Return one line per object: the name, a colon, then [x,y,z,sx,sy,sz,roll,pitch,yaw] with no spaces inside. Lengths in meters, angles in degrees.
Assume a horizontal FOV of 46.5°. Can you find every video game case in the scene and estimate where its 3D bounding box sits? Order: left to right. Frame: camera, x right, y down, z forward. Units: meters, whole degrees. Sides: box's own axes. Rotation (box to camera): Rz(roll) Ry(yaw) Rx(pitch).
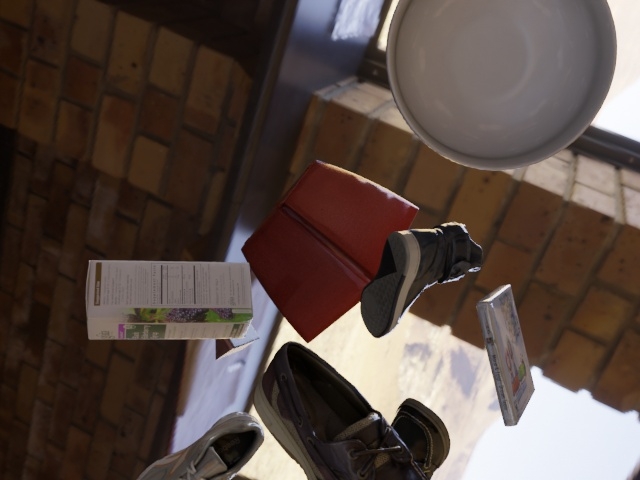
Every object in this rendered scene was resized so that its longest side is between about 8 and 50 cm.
video game case: [0.226,0.133,0.899,0.157,0.019,0.143,-10,87,-66]

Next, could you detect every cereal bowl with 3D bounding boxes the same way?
cereal bowl: [0.267,-0.282,1.146,0.141,0.339,0.339,-66,178,-78]

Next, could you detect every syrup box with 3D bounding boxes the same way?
syrup box: [-0.226,0.090,1.111,0.093,0.237,0.096,117,-30,-59]

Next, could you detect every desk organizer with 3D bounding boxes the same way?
desk organizer: [-0.178,0.203,1.519,0.050,0.047,0.130,-35,171,16]

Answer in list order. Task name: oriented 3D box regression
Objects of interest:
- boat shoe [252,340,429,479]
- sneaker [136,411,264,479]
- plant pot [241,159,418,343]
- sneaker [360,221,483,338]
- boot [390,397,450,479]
boat shoe: [0.035,0.219,0.785,0.103,0.285,0.092,-21,141,-36]
sneaker: [-0.195,0.357,1.144,0.262,0.099,0.121,-39,179,-20]
plant pot: [0.000,0.000,1.528,0.267,0.235,0.267,-45,-172,44]
sneaker: [0.159,0.062,1.155,0.163,0.086,0.226,-13,145,-29]
boot: [0.084,0.331,0.988,0.178,0.085,0.236,-40,151,-34]
